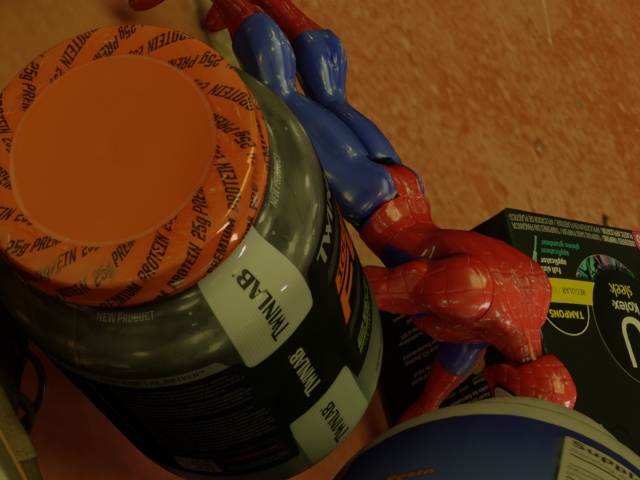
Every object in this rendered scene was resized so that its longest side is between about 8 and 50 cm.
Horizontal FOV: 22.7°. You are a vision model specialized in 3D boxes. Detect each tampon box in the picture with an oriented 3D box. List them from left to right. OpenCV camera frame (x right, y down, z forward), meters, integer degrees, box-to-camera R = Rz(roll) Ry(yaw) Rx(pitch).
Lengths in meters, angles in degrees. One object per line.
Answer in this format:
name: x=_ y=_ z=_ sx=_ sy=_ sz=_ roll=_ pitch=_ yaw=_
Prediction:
tampon box: x=0.111 y=0.082 z=0.770 sx=0.120 sy=0.101 sz=0.161 roll=7 pitch=60 yaw=-45

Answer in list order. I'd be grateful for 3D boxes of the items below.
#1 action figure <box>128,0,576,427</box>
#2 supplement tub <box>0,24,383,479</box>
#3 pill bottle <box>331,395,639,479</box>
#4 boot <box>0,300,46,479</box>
action figure: x=0.000 y=0.000 z=0.724 sx=0.280 sy=0.139 sz=0.091 roll=48 pitch=25 yaw=27
supplement tub: x=-0.046 y=0.011 z=0.568 sx=0.190 sy=0.117 sz=0.117 roll=66 pitch=11 yaw=-64
pill bottle: x=0.053 y=0.141 z=0.522 sx=0.152 sy=0.152 sz=0.272 roll=55 pitch=15 yaw=-3
boot: x=-0.124 y=0.062 z=0.537 sx=0.115 sy=0.112 sz=0.305 roll=-7 pitch=68 yaw=-61
